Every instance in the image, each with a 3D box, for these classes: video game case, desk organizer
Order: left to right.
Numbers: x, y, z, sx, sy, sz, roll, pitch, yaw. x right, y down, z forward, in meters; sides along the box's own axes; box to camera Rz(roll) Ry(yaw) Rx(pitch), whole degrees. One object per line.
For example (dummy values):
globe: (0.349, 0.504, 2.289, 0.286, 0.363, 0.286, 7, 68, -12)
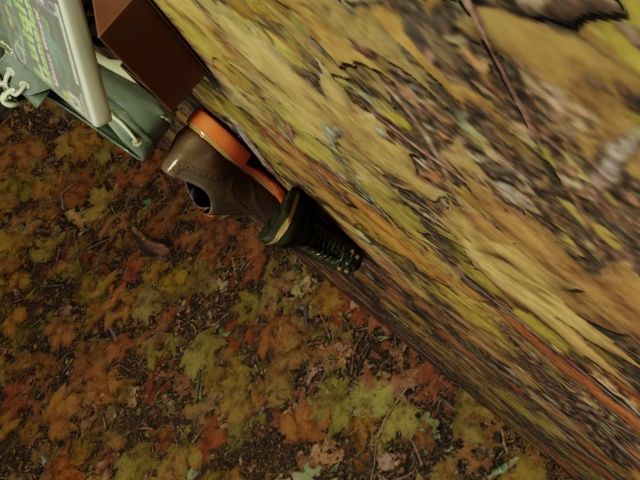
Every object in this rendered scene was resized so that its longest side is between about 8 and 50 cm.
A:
video game case: (-0.258, -0.217, 0.815, 0.173, 0.022, 0.190, 38, 148, 36)
desk organizer: (-0.148, -0.164, 0.749, 0.047, 0.050, 0.130, 39, 176, 26)

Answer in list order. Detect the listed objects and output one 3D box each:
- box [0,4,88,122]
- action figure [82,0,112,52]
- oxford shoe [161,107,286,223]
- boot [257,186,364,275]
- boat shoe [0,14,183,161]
box: (-0.484, -0.282, 1.120, 0.296, 0.073, 0.293, 31, 145, -27)
action figure: (-0.321, -0.287, 0.954, 0.232, 0.063, 0.137, 35, 176, 22)
oxford shoe: (-0.125, -0.073, 1.199, 0.097, 0.098, 0.271, 38, 176, 33)
boot: (0.000, 0.000, 1.121, 0.137, 0.076, 0.198, 36, -170, -3)
boat shoe: (-0.311, -0.187, 1.004, 0.320, 0.099, 0.116, 23, 179, -26)
